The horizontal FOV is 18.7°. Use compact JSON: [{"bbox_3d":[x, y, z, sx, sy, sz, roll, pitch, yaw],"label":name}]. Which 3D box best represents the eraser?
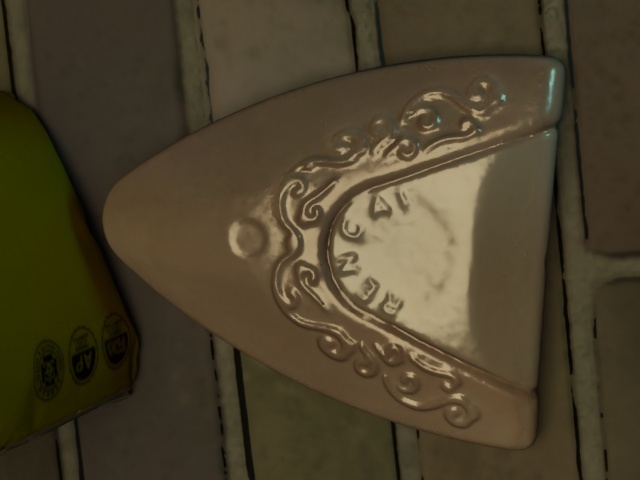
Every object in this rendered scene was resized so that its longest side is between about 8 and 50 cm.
[{"bbox_3d":[0.000,0.000,1.008,0.243,0.059,0.204,4,100,13],"label":"eraser"}]

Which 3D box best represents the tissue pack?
[{"bbox_3d":[-0.226,0.036,0.980,0.134,0.271,0.192,-21,92,24],"label":"tissue pack"}]
